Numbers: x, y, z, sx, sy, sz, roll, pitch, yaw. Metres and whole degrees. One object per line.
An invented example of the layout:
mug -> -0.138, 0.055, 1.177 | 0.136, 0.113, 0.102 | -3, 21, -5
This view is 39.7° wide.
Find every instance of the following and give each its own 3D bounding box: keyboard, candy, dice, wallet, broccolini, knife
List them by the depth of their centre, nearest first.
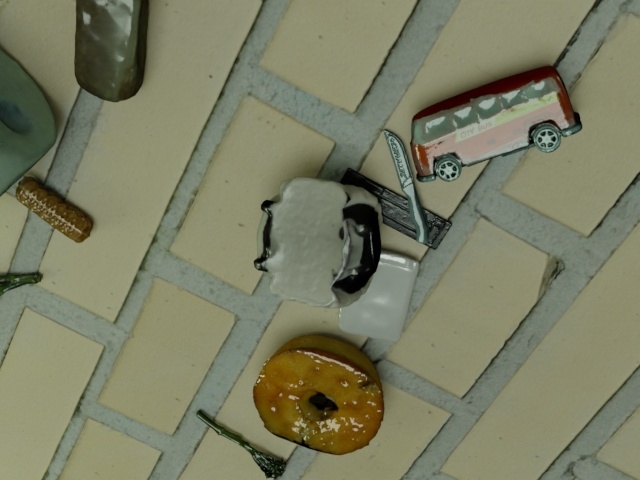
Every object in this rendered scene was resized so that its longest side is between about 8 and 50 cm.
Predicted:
candy -> -0.326, -0.337, 1.394 | 0.104, 0.102, 0.234 | 14, 118, 2
dice -> -0.617, -0.165, 1.441 | 0.268, 0.265, 0.262 | -37, 106, 24
knife -> 0.147, -0.089, 1.481 | 0.028, 0.015, 0.210 | -14, 108, 15
keyboard -> 0.123, -0.053, 1.516 | 0.204, 0.013, 0.061 | 28, 118, -5
wallet -> 0.102, 0.096, 1.589 | 0.124, 0.032, 0.183 | 12, 117, 4
broccolini -> -0.633, 0.091, 1.696 | 0.201, 0.058, 0.074 | -10, 122, 16
broccolini -> -0.160, 0.410, 1.802 | 0.218, 0.044, 0.042 | 41, 132, -7

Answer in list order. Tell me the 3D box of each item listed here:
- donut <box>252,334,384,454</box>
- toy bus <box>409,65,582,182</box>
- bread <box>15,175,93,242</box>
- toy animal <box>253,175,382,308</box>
donut -> 0.000, 0.289, 1.661 | 0.253, 0.118, 0.253 | 3, 120, 6
toy bus -> 0.261, -0.179, 1.373 | 0.265, 0.121, 0.120 | -18, 105, 19
bread -> -0.482, -0.055, 1.601 | 0.157, 0.044, 0.052 | 38, 111, -12
toy animal -> 0.000, 0.000, 1.479 | 0.204, 0.156, 0.208 | 8, 95, 16
